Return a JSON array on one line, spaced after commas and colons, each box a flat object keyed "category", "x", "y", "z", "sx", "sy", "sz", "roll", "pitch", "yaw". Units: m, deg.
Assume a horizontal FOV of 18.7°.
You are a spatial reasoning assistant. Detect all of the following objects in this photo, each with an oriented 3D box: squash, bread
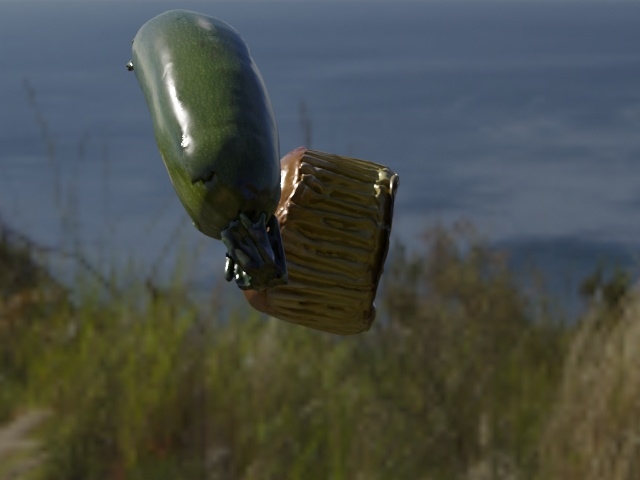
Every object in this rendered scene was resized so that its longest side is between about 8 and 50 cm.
[{"category": "squash", "x": -0.065, "y": -0.078, "z": 1.122, "sx": 0.071, "sy": 0.080, "sz": 0.318, "roll": -21, "pitch": 31, "yaw": -4}, {"category": "bread", "x": 0.000, "y": 0.000, "z": 1.444, "sx": 0.114, "sy": 0.132, "sz": 0.190, "roll": 13, "pitch": -4, "yaw": -4}]
